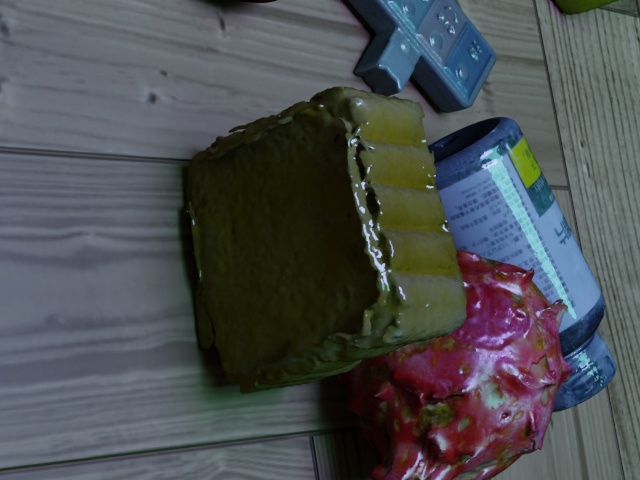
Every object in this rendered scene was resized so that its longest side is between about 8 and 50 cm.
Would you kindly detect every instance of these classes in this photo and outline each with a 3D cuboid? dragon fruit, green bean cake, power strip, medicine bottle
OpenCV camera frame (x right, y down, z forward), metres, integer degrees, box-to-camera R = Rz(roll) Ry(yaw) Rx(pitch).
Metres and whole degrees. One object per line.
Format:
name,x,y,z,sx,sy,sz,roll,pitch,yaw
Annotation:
dragon fruit,0.120,0.134,1.296,0.210,0.205,0.268,82,26,-53
green bean cake,0.000,0.000,1.196,0.131,0.224,0.230,2,72,-46
power strip,0.084,-0.214,1.484,0.216,0.061,0.145,46,55,-25
medicine bottle,0.198,0.030,1.452,0.141,0.141,0.293,-40,106,-46

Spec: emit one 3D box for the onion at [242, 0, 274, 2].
onion,-0.060,-0.280,1.300,0.131,0.131,0.131,18,65,-42

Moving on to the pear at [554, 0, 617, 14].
pear,0.397,-0.431,1.744,0.159,0.292,0.292,57,43,-29
